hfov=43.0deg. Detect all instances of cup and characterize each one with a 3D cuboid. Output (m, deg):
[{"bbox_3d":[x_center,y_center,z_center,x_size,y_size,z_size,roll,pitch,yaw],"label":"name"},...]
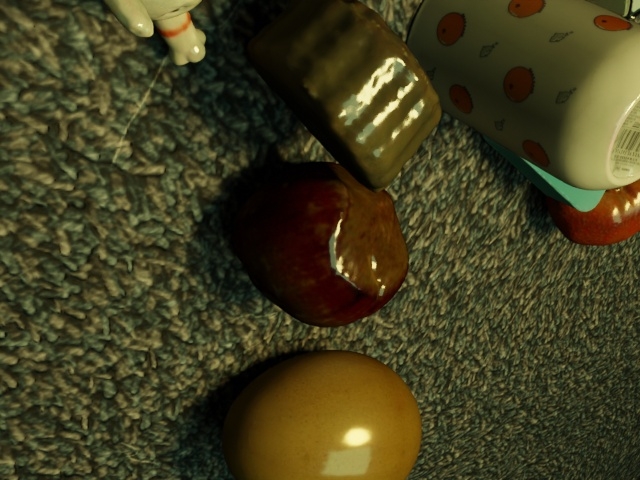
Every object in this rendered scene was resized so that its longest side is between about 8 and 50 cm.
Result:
[{"bbox_3d":[0.289,-0.206,1.037,0.212,0.317,0.212,-24,136,-26],"label":"cup"}]

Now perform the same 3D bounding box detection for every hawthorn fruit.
[{"bbox_3d":[0.494,-0.075,1.460,0.196,0.196,0.225,-39,163,-11],"label":"hawthorn fruit"}]

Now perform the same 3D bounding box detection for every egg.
[{"bbox_3d":[0.004,0.294,1.245,0.323,0.250,0.250,3,120,-32],"label":"egg"}]

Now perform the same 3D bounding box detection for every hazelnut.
[{"bbox_3d":[0.000,0.000,1.063,0.218,0.218,0.234,-42,122,-6],"label":"hazelnut"}]

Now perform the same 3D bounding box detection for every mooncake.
[{"bbox_3d":[0.029,-0.172,0.903,0.124,0.228,0.228,-44,141,-1],"label":"mooncake"}]

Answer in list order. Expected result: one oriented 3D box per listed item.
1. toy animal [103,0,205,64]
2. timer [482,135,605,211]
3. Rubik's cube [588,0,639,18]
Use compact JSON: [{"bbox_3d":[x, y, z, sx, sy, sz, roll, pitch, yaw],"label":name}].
[{"bbox_3d":[-0.154,-0.258,0.735,0.140,0.138,0.282,-55,142,2],"label":"toy animal"},{"bbox_3d":[0.404,-0.201,1.274,0.232,0.091,0.250,34,93,-28],"label":"timer"},{"bbox_3d":[0.407,-0.429,1.078,0.183,0.167,0.180,-35,140,-14],"label":"Rubik's cube"}]
